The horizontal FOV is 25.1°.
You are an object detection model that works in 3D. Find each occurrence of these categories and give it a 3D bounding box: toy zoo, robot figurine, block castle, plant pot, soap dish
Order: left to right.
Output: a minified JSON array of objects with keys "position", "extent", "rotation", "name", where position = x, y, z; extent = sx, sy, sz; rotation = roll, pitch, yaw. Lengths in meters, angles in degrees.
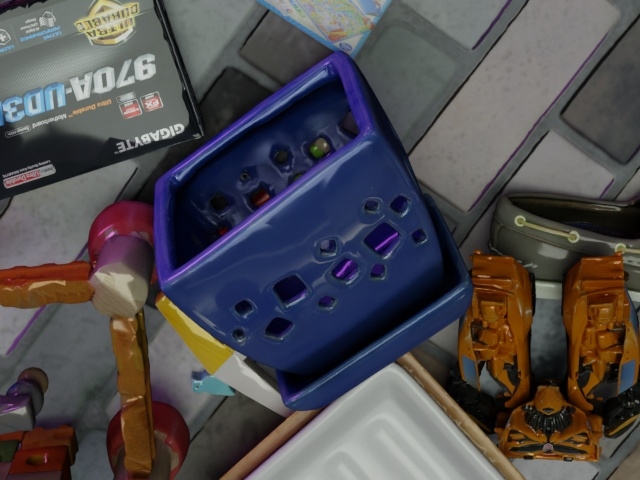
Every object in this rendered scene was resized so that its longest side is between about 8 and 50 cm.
[{"position":[-0.358,0.131,1.382],"extent":[0.453,0.213,0.303],"rotation":[-4,107,-2],"name":"block castle"},{"position":[-0.031,0.053,1.466],"extent":[0.192,0.030,0.293],"rotation":[43,101,-15],"name":"toy zoo"},{"position":[0.000,0.000,1.317],"extent":[0.236,0.236,0.212],"rotation":[-35,114,9],"name":"plant pot"},{"position":[0.042,0.263,1.476],"extent":[0.291,0.118,0.229],"rotation":[-42,93,11],"name":"soap dish"},{"position":[0.224,0.126,1.420],"extent":[0.211,0.085,0.291],"rotation":[0,137,11],"name":"robot figurine"}]

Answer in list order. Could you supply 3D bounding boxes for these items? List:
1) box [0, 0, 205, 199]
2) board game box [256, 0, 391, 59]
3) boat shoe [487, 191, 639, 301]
[{"position":[-0.240,-0.153,1.374],"extent":[0.220,0.051,0.175],"rotation":[-17,109,2],"name":"box"},{"position":[-0.007,-0.255,1.365],"extent":[0.154,0.026,0.103],"rotation":[32,104,-13],"name":"board game box"},{"position":[0.318,0.003,1.424],"extent":[0.305,0.109,0.091],"rotation":[2,119,0],"name":"boat shoe"}]
